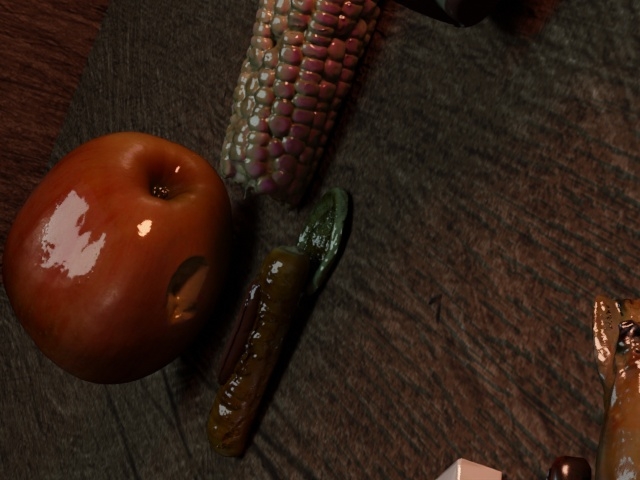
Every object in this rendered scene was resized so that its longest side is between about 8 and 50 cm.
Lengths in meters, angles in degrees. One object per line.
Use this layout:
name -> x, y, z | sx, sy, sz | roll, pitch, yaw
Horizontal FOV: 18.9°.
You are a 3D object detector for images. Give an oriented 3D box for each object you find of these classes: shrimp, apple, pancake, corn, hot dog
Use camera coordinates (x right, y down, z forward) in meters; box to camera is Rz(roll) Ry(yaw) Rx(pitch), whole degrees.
shrimp -> 0.160, 0.156, 1.074 | 0.173, 0.058, 0.253 | 119, 161, -53
apple -> -0.210, 0.014, 2.038 | 0.241, 0.242, 0.242 | -59, 20, 27
pancake -> 0.001, -0.001, 1.776 | 0.108, 0.017, 0.108 | -164, 90, -70
corn -> -0.013, -0.196, 1.868 | 0.126, 0.126, 0.335 | -128, 57, -70
hot dog -> -0.065, 0.100, 1.788 | 0.066, 0.047, 0.216 | -113, 41, -65

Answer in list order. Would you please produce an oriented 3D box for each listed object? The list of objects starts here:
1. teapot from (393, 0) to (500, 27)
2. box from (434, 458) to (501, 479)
teapot -> 0.129, -0.331, 1.474 | 0.312, 0.233, 0.315 | -57, 50, 23
box -> 0.081, 0.228, 1.246 | 0.084, 0.040, 0.154 | -47, 29, 46
